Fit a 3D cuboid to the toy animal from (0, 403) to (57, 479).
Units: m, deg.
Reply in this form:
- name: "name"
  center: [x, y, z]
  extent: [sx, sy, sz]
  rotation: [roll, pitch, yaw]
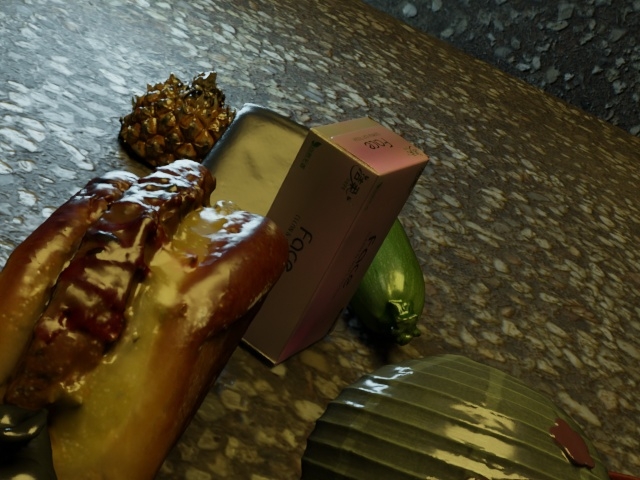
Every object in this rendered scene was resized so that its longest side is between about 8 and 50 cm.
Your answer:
- name: "toy animal"
  center: [-0.217, 0.189, 0.709]
  extent: [0.146, 0.115, 0.245]
  rotation: [-17, 64, -28]

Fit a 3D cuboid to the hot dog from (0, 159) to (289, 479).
- name: "hot dog"
  center: [-0.153, 0.052, 0.958]
  extent: [0.185, 0.223, 0.405]
  rotation: [30, 22, -1]

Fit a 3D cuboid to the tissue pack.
- name: "tissue pack"
  center: [0.000, 0.000, 1.215]
  extent: [0.092, 0.246, 0.148]
  rotation: [36, 24, 16]

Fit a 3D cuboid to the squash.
- name: "squash"
  center: [0.057, 0.006, 1.458]
  extent: [0.107, 0.107, 0.395]
  rotation: [18, 23, -23]

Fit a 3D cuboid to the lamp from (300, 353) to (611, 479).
- name: "lamp"
  center: [0.111, 0.215, 0.909]
  extent: [0.265, 0.233, 0.233]
  rotation: [23, 20, -34]

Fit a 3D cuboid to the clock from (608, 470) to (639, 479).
- name: "clock"
  center: [0.329, 0.336, 1.074]
  extent: [0.318, 0.080, 0.318]
  rotation: [20, 21, -8]

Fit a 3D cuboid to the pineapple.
- name: "pineapple"
  center: [-0.174, -0.170, 1.539]
  extent: [0.161, 0.137, 0.176]
  rotation: [15, 25, -28]

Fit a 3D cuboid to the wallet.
- name: "wallet"
  center: [-0.077, -0.063, 1.434]
  extent: [0.168, 0.052, 0.245]
  rotation: [28, 49, 6]
